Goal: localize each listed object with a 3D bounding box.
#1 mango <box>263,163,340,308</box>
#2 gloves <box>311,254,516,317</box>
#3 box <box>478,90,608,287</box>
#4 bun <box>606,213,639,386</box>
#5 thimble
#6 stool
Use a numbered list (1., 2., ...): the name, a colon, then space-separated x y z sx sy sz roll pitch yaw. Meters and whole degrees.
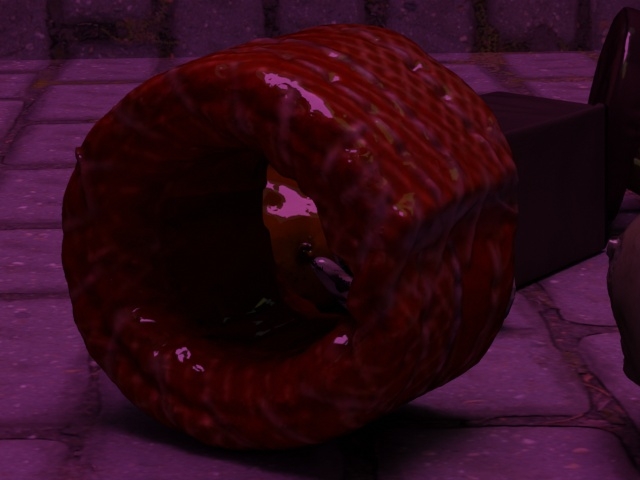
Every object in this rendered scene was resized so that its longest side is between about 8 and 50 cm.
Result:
1. mango: 0.000 0.000 1.868 0.166 0.136 0.236 17 12 11
2. gloves: 0.083 0.041 1.743 0.212 0.111 0.127 0 45 -23
3. box: 0.200 -0.061 1.994 0.153 0.188 0.252 10 19 35
4. bun: 0.346 0.091 1.415 0.283 0.179 0.283 16 23 -7
5. thimble: -0.024 -0.007 1.470 0.350 0.350 0.231 9 16 33
6. stool: 0.418 -0.138 2.195 0.179 0.272 0.272 13 14 2
